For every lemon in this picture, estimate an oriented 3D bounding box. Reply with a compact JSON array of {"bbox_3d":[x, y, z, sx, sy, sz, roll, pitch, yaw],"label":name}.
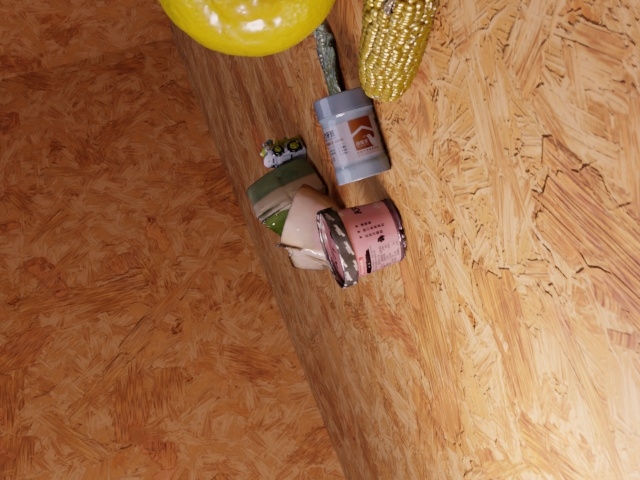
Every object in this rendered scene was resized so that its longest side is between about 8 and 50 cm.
[{"bbox_3d":[-0.118,-0.465,1.406,0.348,0.348,0.347,163,90,-79],"label":"lemon"}]

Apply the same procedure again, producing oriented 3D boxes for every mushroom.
[{"bbox_3d":[0.016,-0.023,1.962,0.236,0.162,0.173,69,-144,-76],"label":"mushroom"}]

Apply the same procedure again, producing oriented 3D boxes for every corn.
[{"bbox_3d":[0.104,-0.282,1.194,0.293,0.106,0.106,90,160,-67],"label":"corn"}]

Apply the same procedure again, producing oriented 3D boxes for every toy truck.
[{"bbox_3d":[-0.095,-0.224,2.173,0.076,0.111,0.076,92,164,-55],"label":"toy truck"}]

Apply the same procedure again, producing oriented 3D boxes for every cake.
[{"bbox_3d":[-0.018,-0.067,2.178,0.284,0.172,0.158,38,-163,-39],"label":"cake"}]

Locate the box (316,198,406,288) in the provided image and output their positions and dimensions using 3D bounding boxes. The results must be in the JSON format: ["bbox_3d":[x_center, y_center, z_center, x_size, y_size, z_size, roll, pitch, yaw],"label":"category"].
[{"bbox_3d":[0.079,-0.001,1.618,0.151,0.135,0.151,163,90,-82],"label":"box"}]

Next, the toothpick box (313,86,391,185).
[{"bbox_3d":[0.057,-0.183,1.538,0.101,0.101,0.153,180,72,-78],"label":"toothpick box"}]

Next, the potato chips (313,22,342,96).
[{"bbox_3d":[0.024,-0.321,1.679,0.092,0.028,0.207,-131,25,-61],"label":"potato chips"}]
